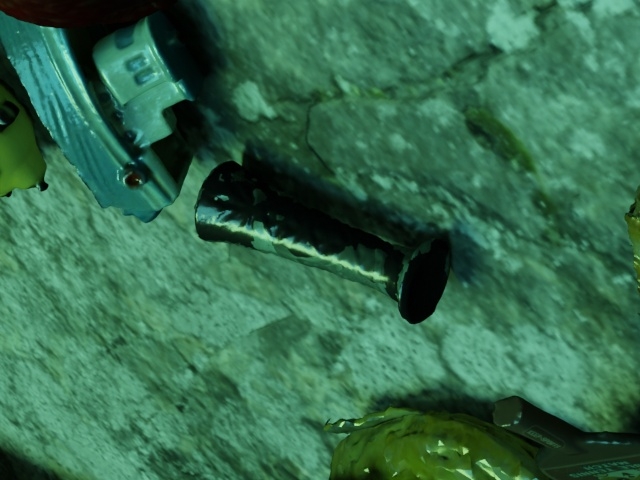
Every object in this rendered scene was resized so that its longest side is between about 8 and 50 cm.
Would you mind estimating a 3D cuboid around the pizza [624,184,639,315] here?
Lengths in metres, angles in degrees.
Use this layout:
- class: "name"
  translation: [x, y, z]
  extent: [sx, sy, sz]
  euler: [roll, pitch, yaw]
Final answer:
- class: "pizza"
  translation: [0.238, 0.058, 1.071]
  extent: [0.188, 0.062, 0.199]
  euler: [45, 153, 19]

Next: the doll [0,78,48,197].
- class: "doll"
  translation: [-0.295, -0.144, 1.346]
  extent: [0.117, 0.086, 0.291]
  euler: [-16, 117, 46]

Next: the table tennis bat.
- class: "table tennis bat"
  translation: [0.175, 0.085, 1.195]
  extent: [0.170, 0.119, 0.107]
  euler: [27, 149, -38]

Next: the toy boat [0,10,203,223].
- class: "toy boat"
  translation: [-0.130, -0.116, 1.238]
  extent: [0.102, 0.088, 0.215]
  euler: [-24, 112, 16]

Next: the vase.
- class: "vase"
  translation: [0.000, 0.000, 1.235]
  extent: [0.167, 0.059, 0.059]
  euler: [21, 139, 26]

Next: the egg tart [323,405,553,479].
- class: "egg tart"
  translation: [0.096, 0.238, 1.342]
  extent: [0.297, 0.132, 0.297]
  euler: [29, 149, 20]

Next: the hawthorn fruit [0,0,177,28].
- class: "hawthorn fruit"
  translation: [-0.115, -0.238, 0.977]
  extent: [0.230, 0.210, 0.266]
  euler: [-12, 113, 46]
